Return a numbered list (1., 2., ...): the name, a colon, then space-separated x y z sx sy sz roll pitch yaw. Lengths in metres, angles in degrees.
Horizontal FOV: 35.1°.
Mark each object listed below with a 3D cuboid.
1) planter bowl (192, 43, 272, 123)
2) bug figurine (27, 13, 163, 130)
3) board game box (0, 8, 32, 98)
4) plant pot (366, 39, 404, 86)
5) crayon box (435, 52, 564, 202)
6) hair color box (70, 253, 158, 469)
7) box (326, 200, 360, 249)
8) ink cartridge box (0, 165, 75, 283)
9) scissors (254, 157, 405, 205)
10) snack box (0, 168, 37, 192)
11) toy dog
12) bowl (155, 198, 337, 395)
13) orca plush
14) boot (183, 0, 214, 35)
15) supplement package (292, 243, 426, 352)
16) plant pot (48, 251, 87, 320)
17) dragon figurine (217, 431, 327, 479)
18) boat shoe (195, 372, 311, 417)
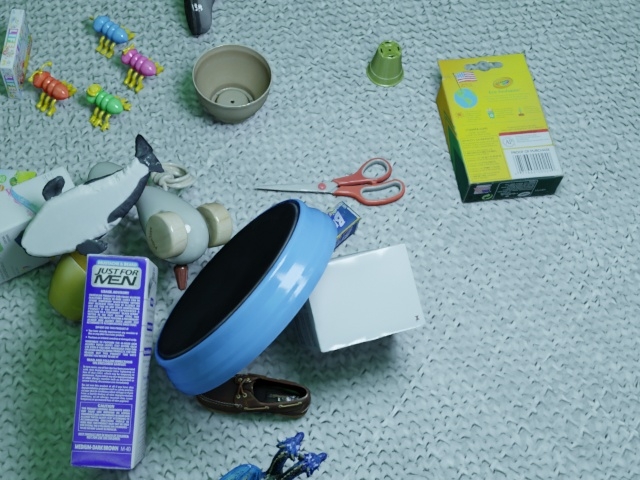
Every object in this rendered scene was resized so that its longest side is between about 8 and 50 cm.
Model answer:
1. planter bowl: -0.181 -0.310 2.088 0.162 0.109 0.162 2 62 -4
2. bug figurine: -0.461 -0.359 2.113 0.216 0.072 0.279 31 63 12
3. board game box: -0.630 -0.386 2.095 0.026 0.103 0.154 3 61 -3
4. plant pot: 0.144 -0.388 2.176 0.083 0.079 0.083 2 60 -3
5. crayon box: 0.365 -0.239 2.111 0.202 0.081 0.318 -5 62 -8
6. hair color box: -0.340 0.199 1.684 0.110 0.185 0.338 5 83 -4
7. box: 0.000 0.000 1.959 0.054 0.059 0.169 42 66 15
8. ink cartridge box: -0.543 -0.027 1.871 0.212 0.154 0.093 -27 62 -19
9. scissors: 0.023 -0.100 2.039 0.297 0.021 0.109 -12 65 -13
10. snack box: -0.630 -0.090 1.968 0.141 0.037 0.100 5 60 -2
11. toy dog: -0.310 -0.023 1.883 0.220 0.160 0.334 1 23 -28
12. bowl: -0.135 0.085 1.722 0.077 0.391 0.391 43 62 -17
13. orca plush: -0.405 -0.077 1.799 0.151 0.102 0.287 39 98 -9
14. boot: -0.192 -0.603 2.253 0.223 0.118 0.338 2 65 -10
15. supplement package: 0.053 0.101 1.803 0.194 0.203 0.149 -14 90 -12
16. plant pot: -0.441 0.090 1.845 0.134 0.134 0.095 43 93 18
17. dragon figurine: -0.123 0.422 1.666 0.289 0.144 0.085 -30 67 -19
18. boat shoe: -0.119 0.269 1.794 0.207 0.073 0.073 3 62 -2
